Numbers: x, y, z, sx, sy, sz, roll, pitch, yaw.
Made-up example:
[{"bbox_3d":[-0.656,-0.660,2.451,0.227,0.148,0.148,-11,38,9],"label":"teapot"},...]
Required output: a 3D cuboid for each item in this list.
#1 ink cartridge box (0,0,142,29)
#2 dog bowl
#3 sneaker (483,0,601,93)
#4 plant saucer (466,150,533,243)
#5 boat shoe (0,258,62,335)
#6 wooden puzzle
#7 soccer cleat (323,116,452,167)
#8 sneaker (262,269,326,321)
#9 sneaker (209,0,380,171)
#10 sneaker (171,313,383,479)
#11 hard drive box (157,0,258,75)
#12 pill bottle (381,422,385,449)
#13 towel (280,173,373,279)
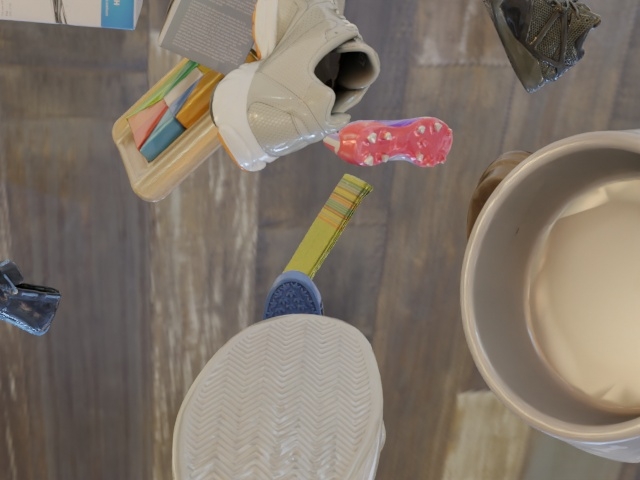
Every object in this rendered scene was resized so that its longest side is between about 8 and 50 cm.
[{"bbox_3d":[-0.330,-0.334,1.578,0.191,0.139,0.082,5,114,-6],"label":"ink cartridge box"},{"bbox_3d":[0.291,0.049,1.209,0.102,0.348,0.349,11,126,-48],"label":"dog bowl"},{"bbox_3d":[0.289,-0.319,1.615,0.130,0.087,0.227,-28,116,8],"label":"sneaker"},{"bbox_3d":[0.254,0.030,1.450,0.041,0.278,0.278,-18,130,-21],"label":"plant saucer"},{"bbox_3d":[-0.503,0.064,1.869,0.089,0.109,0.258,-57,151,-4],"label":"boat shoe"},{"bbox_3d":[-0.139,-0.159,1.327,0.221,0.238,0.044,-43,117,2],"label":"wooden puzzle"},{"bbox_3d":[0.111,-0.157,1.871,0.248,0.095,0.083,-10,116,-47],"label":"soccer cleat"},{"bbox_3d":[-0.025,0.122,1.557,0.081,0.090,0.232,0,125,7],"label":"sneaker"},{"bbox_3d":[0.003,-0.160,1.038,0.121,0.262,0.099,-10,131,26],"label":"sneaker"},{"bbox_3d":[-0.025,0.184,0.623,0.108,0.292,0.169,4,127,6],"label":"sneaker"},{"bbox_3d":[-0.069,-0.307,1.196,0.089,0.181,0.232,23,121,-13],"label":"hard drive box"},{"bbox_3d":[0.033,0.208,1.266,0.065,0.116,0.065,1,94,14],"label":"pill bottle"},{"bbox_3d":[0.000,0.000,1.964,0.021,0.102,0.237,32,91,-22],"label":"towel"}]
